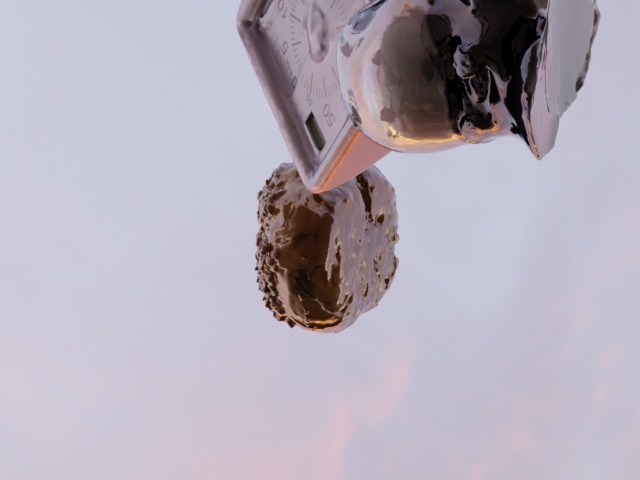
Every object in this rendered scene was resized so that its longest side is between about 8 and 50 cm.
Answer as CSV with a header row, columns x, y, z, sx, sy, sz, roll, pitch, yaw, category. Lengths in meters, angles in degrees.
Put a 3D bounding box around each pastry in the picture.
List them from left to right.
x,y,z,sx,sy,sz,roll,pitch,yaw,category
0.000,0.000,1.380,0.161,0.311,0.255,2,-82,27,pastry

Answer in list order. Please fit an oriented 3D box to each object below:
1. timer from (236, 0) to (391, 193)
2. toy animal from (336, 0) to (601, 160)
x,y,z,sx,sy,sz,roll,pitch,yaw,category
0.020,-0.215,1.017,0.161,0.258,0.250,-5,-28,-41,timer
0.091,-0.127,0.646,0.179,0.166,0.138,0,-73,36,toy animal
